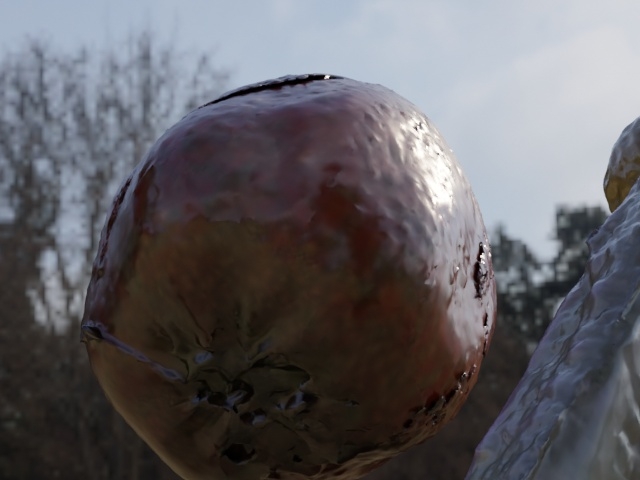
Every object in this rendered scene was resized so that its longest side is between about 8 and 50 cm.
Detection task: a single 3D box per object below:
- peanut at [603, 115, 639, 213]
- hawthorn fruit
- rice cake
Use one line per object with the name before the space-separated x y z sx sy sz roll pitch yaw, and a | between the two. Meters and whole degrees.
peanut | 0.339 -0.016 1.236 0.143 0.159 0.291 36 -4 -41
hawthorn fruit | 0.000 0.000 0.677 0.181 0.235 0.181 11 -51 14
rice cake | 0.115 0.000 0.472 0.055 0.270 0.049 44 -31 -14
